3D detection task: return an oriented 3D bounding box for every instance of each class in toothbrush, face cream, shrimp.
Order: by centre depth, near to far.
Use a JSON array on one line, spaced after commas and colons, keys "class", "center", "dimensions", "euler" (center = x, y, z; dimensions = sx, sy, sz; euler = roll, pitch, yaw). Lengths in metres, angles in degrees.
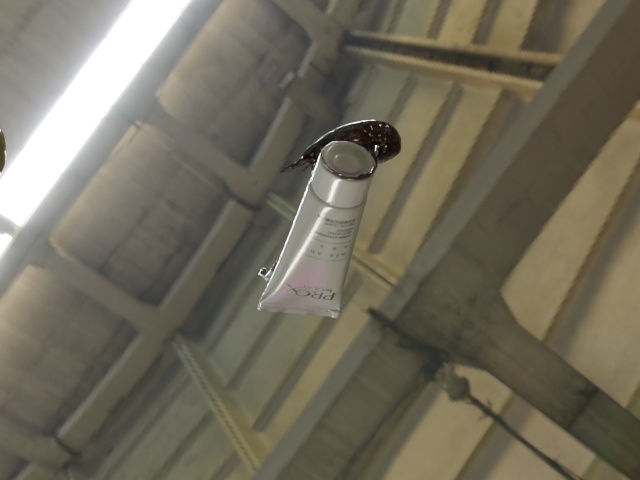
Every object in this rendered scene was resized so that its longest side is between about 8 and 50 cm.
[{"class": "face cream", "center": [0.000, 0.000, 1.037], "dimensions": [0.244, 0.092, 0.058], "euler": [108, -13, -46]}, {"class": "toothbrush", "center": [-0.060, 0.039, 1.213], "dimensions": [0.014, 0.017, 0.194], "euler": [-54, -176, -7]}, {"class": "shrimp", "center": [0.026, -0.111, 1.289], "dimensions": [0.165, 0.065, 0.056], "euler": [-22, -160, -5]}]

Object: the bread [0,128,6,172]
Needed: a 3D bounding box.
[{"class": "bread", "center": [-0.533, -0.085, 1.181], "dimensions": [0.332, 0.160, 0.333], "euler": [-20, -160, 7]}]
